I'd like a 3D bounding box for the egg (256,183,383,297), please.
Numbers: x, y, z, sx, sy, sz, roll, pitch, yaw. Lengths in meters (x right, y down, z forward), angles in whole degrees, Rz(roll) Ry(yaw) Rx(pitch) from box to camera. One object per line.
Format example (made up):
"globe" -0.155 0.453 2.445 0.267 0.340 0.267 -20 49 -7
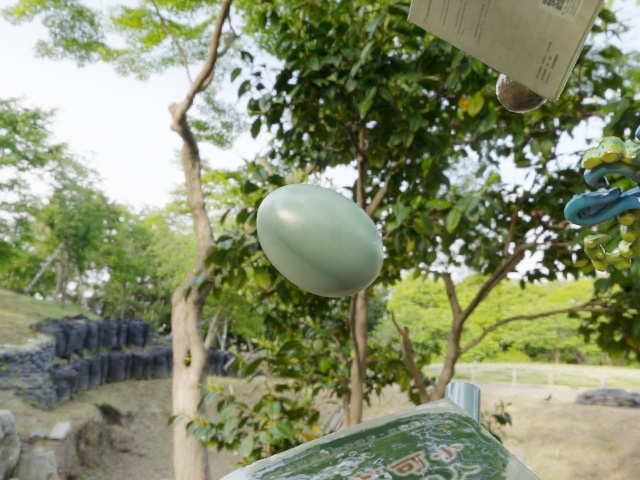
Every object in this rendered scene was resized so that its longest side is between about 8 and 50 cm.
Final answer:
"egg" 0.000 0.000 0.909 0.231 0.168 0.168 34 -23 -19

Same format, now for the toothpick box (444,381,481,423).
"toothpick box" 0.193 0.243 0.751 0.052 0.083 0.052 10 -39 8

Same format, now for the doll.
"doll" 0.557 -0.065 0.825 0.346 0.098 0.341 -18 -50 41

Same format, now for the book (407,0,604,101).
"book" 0.234 -0.335 0.713 0.025 0.282 0.214 -22 -37 -29

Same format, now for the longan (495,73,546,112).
"longan" 0.395 -0.302 1.049 0.119 0.106 0.106 -30 -26 26

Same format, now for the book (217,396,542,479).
"book" 0.061 0.236 0.391 0.261 0.043 0.371 -15 10 -11
